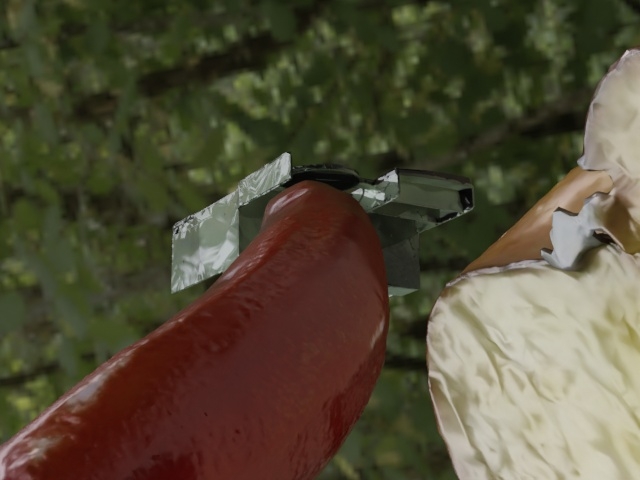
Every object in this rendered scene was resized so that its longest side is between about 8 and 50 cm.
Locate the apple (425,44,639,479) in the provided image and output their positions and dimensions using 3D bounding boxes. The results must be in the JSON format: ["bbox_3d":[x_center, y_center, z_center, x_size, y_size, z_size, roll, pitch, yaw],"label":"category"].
[{"bbox_3d":[0.172,0.042,0.409,0.251,0.163,0.293,56,152,2],"label":"apple"}]

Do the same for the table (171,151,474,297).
[{"bbox_3d":[0.000,0.000,1.149,0.175,0.146,0.062,-25,62,56],"label":"table"}]

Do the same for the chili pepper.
[{"bbox_3d":[-0.045,0.062,0.662,0.368,0.137,0.092,-37,-70,-54],"label":"chili pepper"}]
